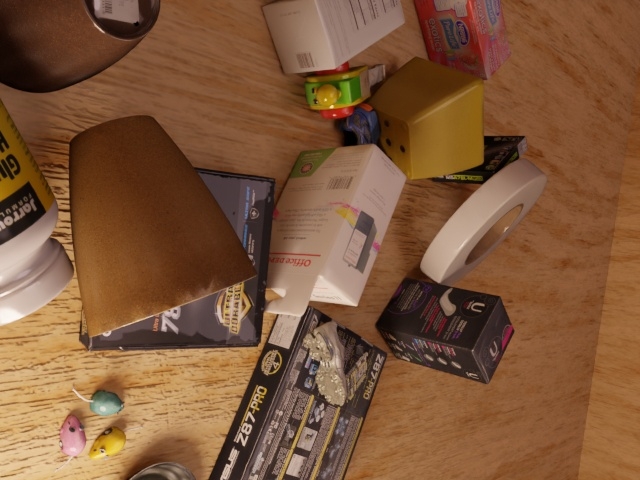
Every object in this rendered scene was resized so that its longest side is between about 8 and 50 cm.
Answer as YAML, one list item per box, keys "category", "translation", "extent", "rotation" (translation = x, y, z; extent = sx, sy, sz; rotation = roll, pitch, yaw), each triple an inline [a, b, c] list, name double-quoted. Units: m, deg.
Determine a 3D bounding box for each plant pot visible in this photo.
- category: "plant pot"
  translation: [-0.241, -0.029, 0.899]
  extent: [0.237, 0.237, 0.255]
  rotation: [-21, 90, -45]
- category: "plant pot"
  translation: [0.218, -0.253, 1.460]
  extent: [0.187, 0.212, 0.212]
  rotation: [-31, 132, -25]
- category: "plant pot"
  translation: [-0.314, -0.299, 0.836]
  extent: [0.215, 0.230, 0.216]
  rotation: [-12, 106, -46]

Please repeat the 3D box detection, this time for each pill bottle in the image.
- category: "pill bottle"
  translation: [-0.432, -0.069, 0.776]
  extent: [0.188, 0.187, 0.334]
  rotation: [-43, 126, -35]

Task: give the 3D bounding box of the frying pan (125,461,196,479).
- category: "frying pan"
  translation: [-0.332, 0.517, 1.104]
  extent: [0.326, 0.053, 0.197]
  rotation: [-49, 130, -28]

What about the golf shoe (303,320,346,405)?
- category: "golf shoe"
  translation: [0.029, 0.243, 1.315]
  extent: [0.086, 0.069, 0.176]
  rotation: [-38, 123, -46]

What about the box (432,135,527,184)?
- category: "box"
  translation: [0.410, -0.211, 1.708]
  extent: [0.190, 0.184, 0.045]
  rotation: [-43, 127, -34]

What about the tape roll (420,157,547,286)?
- category: "tape roll"
  translation: [0.413, -0.037, 1.668]
  extent: [0.392, 0.072, 0.392]
  rotation: [-38, 158, -18]

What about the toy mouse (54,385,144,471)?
- category: "toy mouse"
  translation: [-0.358, 0.291, 1.046]
  extent: [0.161, 0.031, 0.143]
  rotation: [-33, 121, -40]

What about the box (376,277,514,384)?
- category: "box"
  translation: [0.301, 0.213, 1.596]
  extent: [0.165, 0.270, 0.143]
  rotation: [-54, 132, -27]

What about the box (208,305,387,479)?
- category: "box"
  translation: [-0.029, 0.363, 1.386]
  extent: [0.318, 0.097, 0.395]
  rotation: [35, 71, -44]

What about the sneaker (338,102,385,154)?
- category: "sneaker"
  translation: [0.090, -0.183, 1.444]
  extent: [0.087, 0.083, 0.221]
  rotation: [-30, 114, -26]

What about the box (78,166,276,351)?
- category: "box"
  translation: [-0.224, 0.027, 1.073]
  extent: [0.293, 0.073, 0.296]
  rotation: [5, 92, -36]

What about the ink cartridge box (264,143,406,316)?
- category: "ink cartridge box"
  translation: [0.000, 0.000, 1.245]
  extent: [0.119, 0.207, 0.354]
  rotation: [40, 64, -38]

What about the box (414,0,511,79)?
- category: "box"
  translation: [0.338, -0.547, 1.586]
  extent: [0.142, 0.154, 0.300]
  rotation: [-46, 128, -33]

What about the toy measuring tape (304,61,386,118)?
- category: "toy measuring tape"
  translation: [0.045, -0.323, 1.364]
  extent: [0.330, 0.121, 0.122]
  rotation: [-49, 134, -61]

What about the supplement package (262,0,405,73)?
- category: "supplement package"
  translation: [0.032, -0.434, 1.272]
  extent: [0.244, 0.139, 0.134]
  rotation: [-41, 124, -35]
